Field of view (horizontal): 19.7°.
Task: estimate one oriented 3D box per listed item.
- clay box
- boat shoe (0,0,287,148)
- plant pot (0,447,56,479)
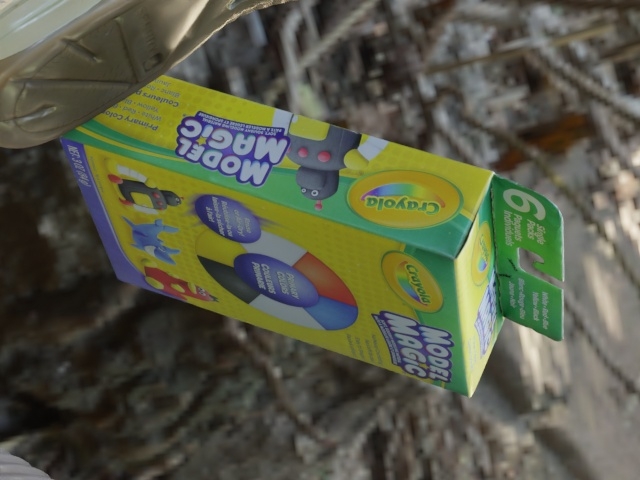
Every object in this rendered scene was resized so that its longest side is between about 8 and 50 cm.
[{"bbox_3d":[0.000,0.000,0.845,0.053,0.222,0.127,-62,159,-26],"label":"clay box"},{"bbox_3d":[-0.042,-0.156,0.816,0.098,0.302,0.109,53,-13,21],"label":"boat shoe"},{"bbox_3d":[-0.158,0.129,0.606,0.237,0.237,0.110,2,64,-53],"label":"plant pot"}]
